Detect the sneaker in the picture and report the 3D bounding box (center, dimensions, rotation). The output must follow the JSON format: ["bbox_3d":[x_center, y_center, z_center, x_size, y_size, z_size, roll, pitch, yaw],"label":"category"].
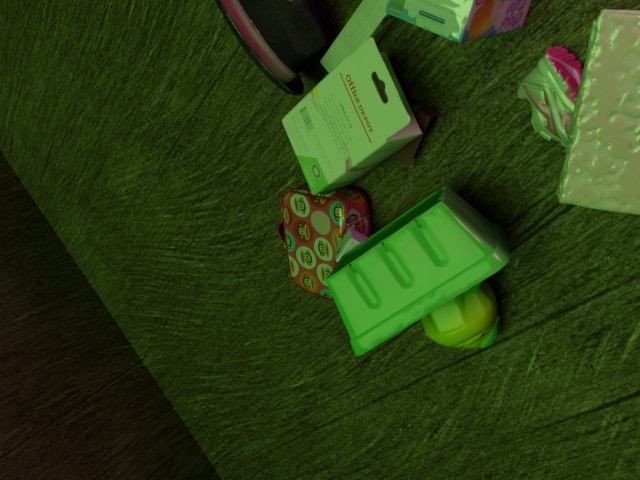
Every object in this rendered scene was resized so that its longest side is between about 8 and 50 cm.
[{"bbox_3d":[0.455,-0.220,1.151,0.252,0.103,0.111,59,142,5],"label":"sneaker"}]

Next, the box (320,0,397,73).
[{"bbox_3d":[0.116,-0.474,1.335,0.067,0.063,0.324,52,133,11],"label":"box"}]

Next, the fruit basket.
[{"bbox_3d":[0.248,0.117,1.329,0.393,0.283,0.391,4,107,13],"label":"fruit basket"}]

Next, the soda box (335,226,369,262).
[{"bbox_3d":[0.142,0.057,1.473,0.216,0.074,0.069,29,109,-13],"label":"soda box"}]

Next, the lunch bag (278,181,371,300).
[{"bbox_3d":[0.000,0.000,1.613,0.258,0.120,0.292,13,118,36],"label":"lunch bag"}]

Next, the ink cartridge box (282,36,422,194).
[{"bbox_3d":[0.081,-0.266,1.380,0.353,0.119,0.207,-31,79,51],"label":"ink cartridge box"}]

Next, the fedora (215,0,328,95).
[{"bbox_3d":[-0.093,-0.492,1.389,0.153,0.334,0.333,-31,88,18],"label":"fedora"}]

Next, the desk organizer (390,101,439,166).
[{"bbox_3d":[0.206,-0.230,1.384,0.050,0.047,0.130,36,129,20],"label":"desk organizer"}]

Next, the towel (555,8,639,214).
[{"bbox_3d":[0.569,-0.193,1.012,0.317,0.053,0.331,8,117,9],"label":"towel"}]

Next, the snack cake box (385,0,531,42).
[{"bbox_3d":[0.251,-0.426,1.104,0.152,0.264,0.089,32,127,26],"label":"snack cake box"}]
